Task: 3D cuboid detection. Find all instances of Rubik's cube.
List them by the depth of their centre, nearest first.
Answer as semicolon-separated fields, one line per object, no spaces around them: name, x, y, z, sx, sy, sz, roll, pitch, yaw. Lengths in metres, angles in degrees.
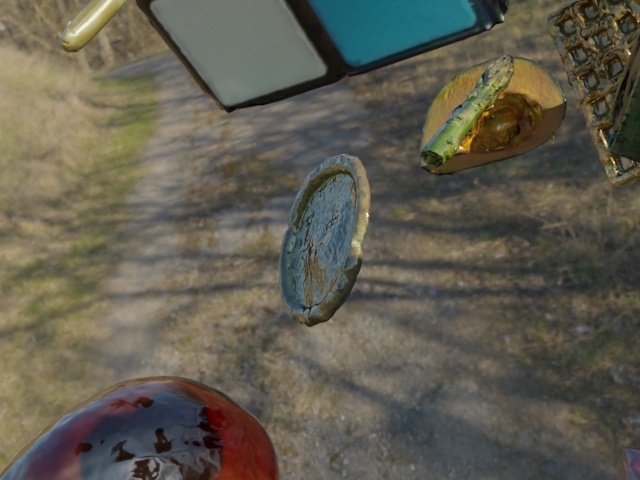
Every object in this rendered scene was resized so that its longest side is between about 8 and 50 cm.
Rubik's cube;-0.004;-0.198;0.424;0.180;0.167;0.183;-13;42;32

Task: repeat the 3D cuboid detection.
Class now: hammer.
hammer;-0.362;-0.454;1.489;0.305;0.113;0.202;-51;-13;-10

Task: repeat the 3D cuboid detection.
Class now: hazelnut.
hazelnut;-0.260;0.381;1.118;0.421;0.421;0.353;-21;39;-9

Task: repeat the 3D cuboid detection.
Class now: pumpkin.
pumpkin;0.325;-0.232;1.469;0.169;0.148;0.312;-1;-14;-45

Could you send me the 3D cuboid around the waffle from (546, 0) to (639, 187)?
waffle;0.489;-0.255;1.240;0.091;0.308;0.213;-12;-11;-40

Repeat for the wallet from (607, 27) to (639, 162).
wallet;0.294;-0.085;0.449;0.236;0.160;0.055;11;61;10

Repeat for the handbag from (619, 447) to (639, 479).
handbag;0.628;0.457;1.440;0.146;0.225;0.135;-15;54;60

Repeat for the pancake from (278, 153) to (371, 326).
pancake;0.001;0.000;0.893;0.021;0.199;0.199;13;7;-25

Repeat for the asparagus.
asparagus;0.151;-0.132;0.806;0.030;0.036;0.165;32;60;14
